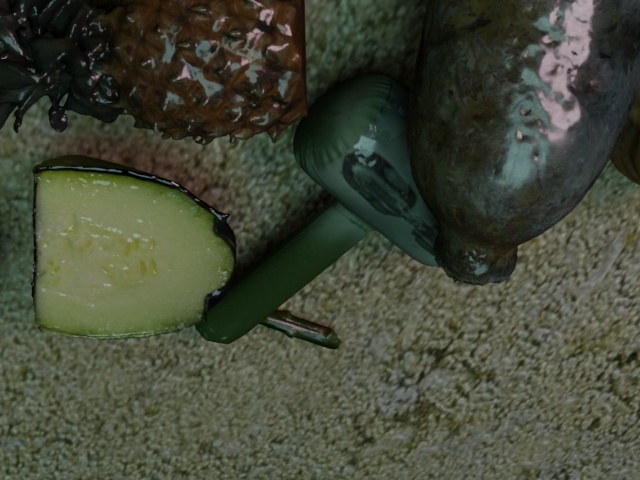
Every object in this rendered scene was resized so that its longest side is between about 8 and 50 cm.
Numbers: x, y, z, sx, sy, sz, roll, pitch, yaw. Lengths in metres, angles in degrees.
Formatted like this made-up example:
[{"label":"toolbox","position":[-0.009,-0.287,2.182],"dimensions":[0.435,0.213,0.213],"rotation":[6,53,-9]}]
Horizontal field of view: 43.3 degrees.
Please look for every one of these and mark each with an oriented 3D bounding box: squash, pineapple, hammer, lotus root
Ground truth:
[{"label":"squash","position":[-0.173,0.000,0.765],"dimensions":[0.184,0.085,0.192],"rotation":[5,123,-13]},{"label":"pineapple","position":[-0.190,-0.155,0.625],"dimensions":[0.365,0.165,0.165],"rotation":[1,123,-4]},{"label":"hammer","position":[0.000,0.000,0.777],"dimensions":[0.206,0.119,0.335],"rotation":[38,118,-26]},{"label":"lotus root","position":[0.158,-0.130,0.611],"dimensions":[0.175,0.175,0.349],"rotation":[13,95,-14]}]

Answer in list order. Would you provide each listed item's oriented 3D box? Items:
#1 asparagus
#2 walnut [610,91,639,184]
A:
[{"label":"asparagus","position":[-0.028,0.094,0.878],"dimensions":[0.108,0.021,0.025],"rotation":[20,114,-17]},{"label":"walnut","position":[0.339,-0.136,0.673],"dimensions":[0.198,0.198,0.245],"rotation":[7,131,-11]}]
